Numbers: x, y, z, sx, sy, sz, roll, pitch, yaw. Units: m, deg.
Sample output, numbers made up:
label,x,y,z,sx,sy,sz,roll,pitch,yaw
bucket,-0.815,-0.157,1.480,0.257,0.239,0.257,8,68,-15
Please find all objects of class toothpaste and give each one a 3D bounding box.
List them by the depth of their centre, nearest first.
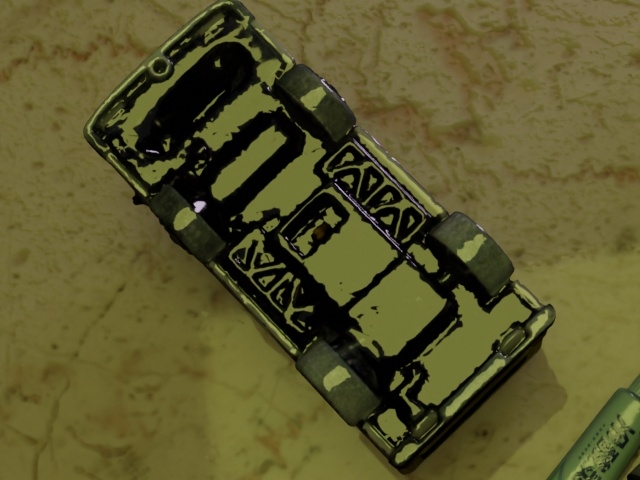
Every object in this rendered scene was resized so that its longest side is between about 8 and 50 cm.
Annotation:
label,x,y,z,sx,sy,sz,roll,pitch,yaw
toothpaste,0.238,0.246,1.572,0.075,0.048,0.297,36,87,15

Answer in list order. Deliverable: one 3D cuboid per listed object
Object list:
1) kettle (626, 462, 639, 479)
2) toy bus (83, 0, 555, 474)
label,x,y,z,sx,sy,sz,roll,pitch,yaw
kettle,0.437,0.210,1.499,0.236,0.161,0.221,-44,99,-7
toy bus,0.000,0.000,1.578,0.209,0.249,0.440,-44,77,-4
